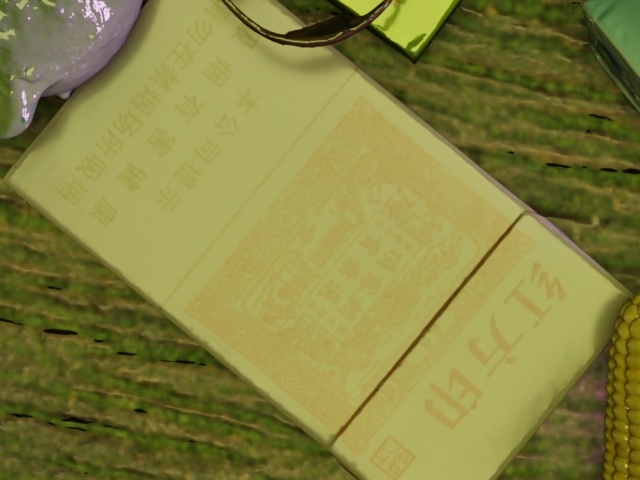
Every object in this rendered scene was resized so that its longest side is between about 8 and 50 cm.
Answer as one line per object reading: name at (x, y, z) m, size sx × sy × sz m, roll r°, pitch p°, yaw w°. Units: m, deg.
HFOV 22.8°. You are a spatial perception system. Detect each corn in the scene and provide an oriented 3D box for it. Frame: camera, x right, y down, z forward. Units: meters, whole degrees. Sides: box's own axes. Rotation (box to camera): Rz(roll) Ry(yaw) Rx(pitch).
corn at (0.219, 0.146, 0.971) m, size 0.093 × 0.093 × 0.244 m, roll 1°, pitch 104°, yaw 3°

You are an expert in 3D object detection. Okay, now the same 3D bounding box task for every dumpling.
dumpling at (-0.187, -0.167, 0.979) m, size 0.153 × 0.108 × 0.219 m, roll 23°, pitch 82°, yaw 20°

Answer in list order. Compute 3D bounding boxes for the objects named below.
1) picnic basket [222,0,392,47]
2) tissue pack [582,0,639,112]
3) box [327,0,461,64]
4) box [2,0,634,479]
picnic basket at (-0.024, -0.199, 0.928) m, size 0.128 × 0.138 × 0.178 m, roll -31°, pitch 88°, yaw 7°
tissue pack at (0.315, -0.147, 0.966) m, size 0.263 × 0.089 × 0.177 m, roll -35°, pitch 70°, yaw 2°
box at (-0.019, -0.286, 1.019) m, size 0.335 × 0.047 × 0.187 m, roll 36°, pitch 93°, yaw 3°
box at (0.000, 0.001, 1.017) m, size 0.365 × 0.051 × 0.204 m, roll 40°, pitch 92°, yaw 2°
